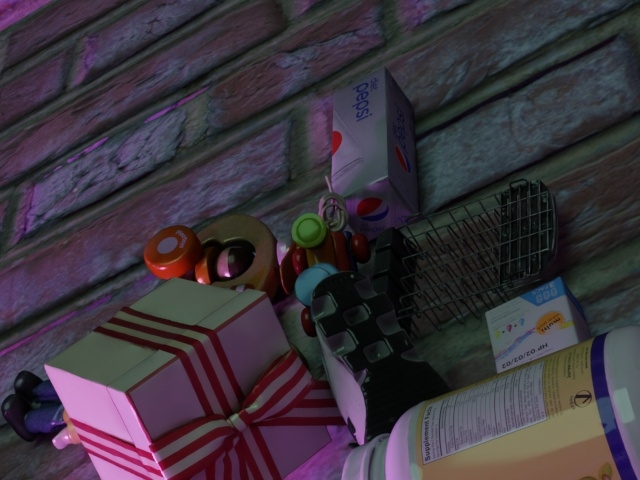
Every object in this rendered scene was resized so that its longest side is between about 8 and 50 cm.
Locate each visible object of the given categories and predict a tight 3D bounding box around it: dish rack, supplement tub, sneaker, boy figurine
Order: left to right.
[{"bbox_3d":[-0.330,0.225,2.244,0.285,0.092,0.177,-15,36,37],"label":"boy figurine"},{"bbox_3d":[0.085,0.202,1.858,0.122,0.146,0.330,-16,54,-11],"label":"sneaker"},{"bbox_3d":[0.186,0.029,2.000,0.271,0.074,0.208,-20,38,24],"label":"dish rack"},{"bbox_3d":[0.213,0.245,1.539,0.331,0.241,0.241,-24,35,22],"label":"supplement tub"}]

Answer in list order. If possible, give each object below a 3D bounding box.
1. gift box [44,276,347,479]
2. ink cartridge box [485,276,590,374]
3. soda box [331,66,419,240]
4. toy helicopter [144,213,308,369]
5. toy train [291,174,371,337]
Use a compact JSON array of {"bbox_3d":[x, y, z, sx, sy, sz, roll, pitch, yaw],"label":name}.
[{"bbox_3d":[-0.142,0.214,1.932,0.255,0.276,0.258,-40,25,-26],"label":"gift box"},{"bbox_3d":[0.260,0.137,1.795,0.104,0.061,0.181,-28,34,16],"label":"ink cartridge box"},{"bbox_3d":[0.078,-0.129,2.280,0.098,0.091,0.286,-25,34,21],"label":"soda box"},{"bbox_3d":[-0.087,0.086,2.179,0.235,0.140,0.355,-28,43,-1],"label":"toy helicopter"},{"bbox_3d":[0.000,0.000,2.064,0.105,0.143,0.248,-14,66,12],"label":"toy train"}]
